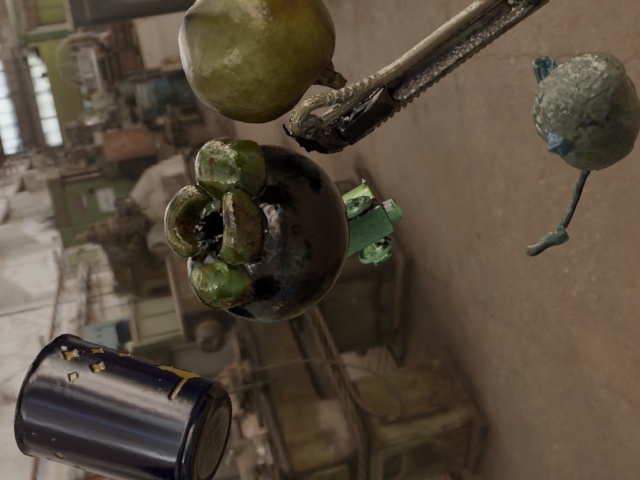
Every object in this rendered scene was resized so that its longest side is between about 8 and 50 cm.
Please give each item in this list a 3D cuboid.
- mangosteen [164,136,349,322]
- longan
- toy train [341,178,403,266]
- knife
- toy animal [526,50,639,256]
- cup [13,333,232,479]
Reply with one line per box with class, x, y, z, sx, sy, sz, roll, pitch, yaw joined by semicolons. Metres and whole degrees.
mangosteen;-0.076;-0.012;1.085;0.243;0.242;0.243;168;90;-78
longan;-0.053;-0.183;0.874;0.154;0.176;0.145;14;80;67
toy train;0.000;0.000;1.327;0.105;0.253;0.157;58;-176;-20
knife;0.122;-0.210;1.057;0.089;0.365;0.043;52;-174;-49
toy animal;0.201;-0.070;0.696;0.253;0.079;0.070;70;-165;-64
cup;-0.252;0.227;1.277;0.255;0.256;0.179;-57;-25;-55
